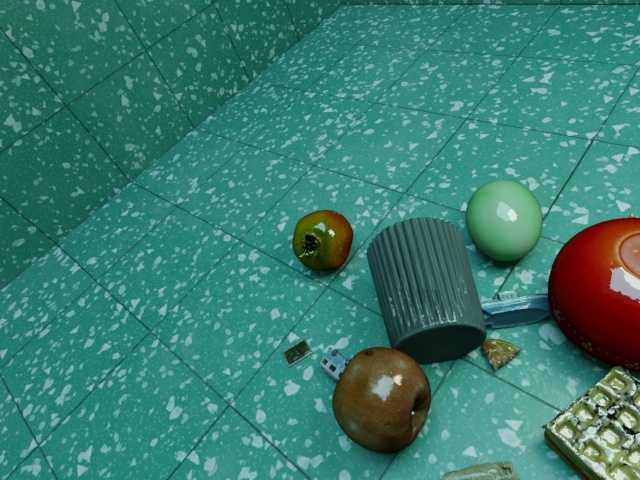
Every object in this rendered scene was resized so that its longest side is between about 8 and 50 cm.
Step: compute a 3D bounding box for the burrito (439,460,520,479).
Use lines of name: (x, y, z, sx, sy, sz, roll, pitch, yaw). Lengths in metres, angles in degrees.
burrito: (0.363, 0.554, 0.997, 0.188, 0.045, 0.058, -19, 39, 9)

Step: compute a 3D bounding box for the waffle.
waffle: (0.701, 0.469, 0.883, 0.261, 0.114, 0.376, -35, 46, -8)

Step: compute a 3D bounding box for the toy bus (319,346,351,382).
toy bus: (0.060, 0.381, 1.268, 0.123, 0.060, 0.075, 29, 70, 41)

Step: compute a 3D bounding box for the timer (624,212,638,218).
timer: (0.869, -0.011, 1.210, 0.132, 0.152, 0.132, -12, 47, 13)

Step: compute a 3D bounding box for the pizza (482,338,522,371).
pizza: (0.484, 0.305, 1.184, 0.100, 0.029, 0.099, -34, 38, -12)

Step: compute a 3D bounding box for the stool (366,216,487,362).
stool: (0.299, 0.149, 1.226, 0.298, 0.297, 0.329, -13, 51, 11)

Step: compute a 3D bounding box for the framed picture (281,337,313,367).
framed picture: (-0.075, 0.360, 1.379, 0.089, 0.006, 0.066, -31, 45, -5)

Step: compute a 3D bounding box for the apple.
apple: (0.150, 0.397, 1.091, 0.254, 0.253, 0.253, -12, 47, 13)

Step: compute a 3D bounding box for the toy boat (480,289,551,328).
toy boat: (0.553, 0.179, 1.222, 0.215, 0.088, 0.102, -12, 43, 14)

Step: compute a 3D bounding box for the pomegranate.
pomegranate: (0.000, 0.000, 1.503, 0.221, 0.220, 0.257, 3, 7, 22)

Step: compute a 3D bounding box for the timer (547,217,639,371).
timer: (0.766, 0.120, 1.040, 0.378, 0.279, 0.377, -9, 52, 11)

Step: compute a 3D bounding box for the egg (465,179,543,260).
egg: (0.570, -0.064, 1.336, 0.221, 0.220, 0.269, -11, 49, 13)
